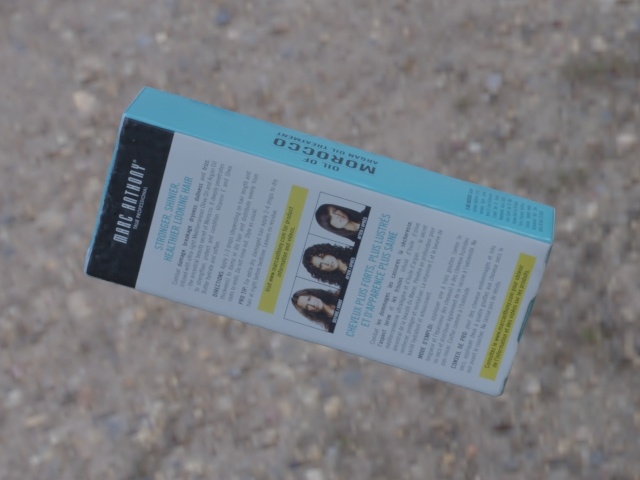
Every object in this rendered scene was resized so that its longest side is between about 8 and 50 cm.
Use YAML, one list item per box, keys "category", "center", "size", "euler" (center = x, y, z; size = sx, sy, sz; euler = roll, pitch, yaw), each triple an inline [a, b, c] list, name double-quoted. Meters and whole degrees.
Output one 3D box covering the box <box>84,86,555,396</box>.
- category: "box"
  center: [0.000, 0.000, 1.108]
  size: [0.244, 0.100, 0.060]
  euler: [17, 22, 1]
